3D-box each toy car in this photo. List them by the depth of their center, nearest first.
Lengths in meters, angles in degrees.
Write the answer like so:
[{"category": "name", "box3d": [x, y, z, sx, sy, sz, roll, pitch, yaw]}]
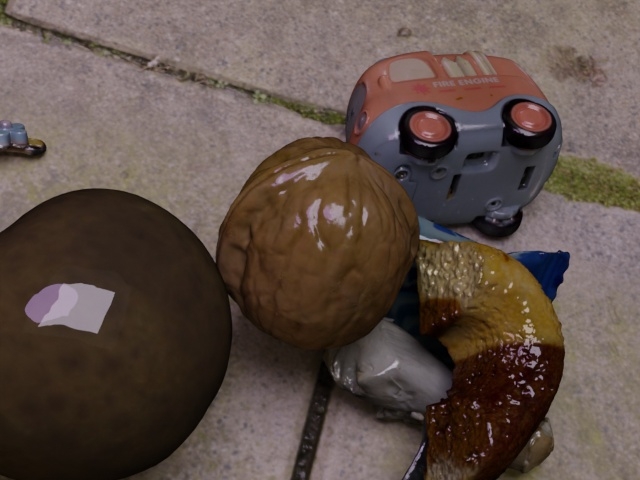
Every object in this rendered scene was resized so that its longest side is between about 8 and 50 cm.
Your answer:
[{"category": "toy car", "box3d": [0.143, -0.131, 1.853, 0.271, 0.180, 0.212, -7, 51, -18]}]

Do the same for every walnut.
[{"category": "walnut", "box3d": [0.000, 0.000, 1.628, 0.228, 0.228, 0.228, 5, 60, -9]}]

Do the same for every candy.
[{"category": "candy", "box3d": [0.101, 0.041, 1.765, 0.331, 0.077, 0.187, 22, 96, 3]}]

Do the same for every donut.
[{"category": "donut", "box3d": [0.192, 0.133, 1.634, 0.151, 0.112, 0.295, 10, 68, -24]}]

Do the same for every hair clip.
[{"category": "hair clip", "box3d": [-0.424, -0.122, 1.787, 0.214, 0.056, 0.062, -5, 29, -15]}]

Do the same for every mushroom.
[{"category": "mushroom", "box3d": [0.131, 0.171, 1.716, 0.278, 0.096, 0.099, 29, 70, -5]}]

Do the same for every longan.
[{"category": "longan", "box3d": [-0.243, 0.100, 1.552, 0.319, 0.319, 0.319, 5, 60, -9]}]

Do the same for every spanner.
[{"category": "spanner", "box3d": [0.078, 0.285, 1.634, 0.054, 0.015, 0.254, 34, 77, -11]}]
